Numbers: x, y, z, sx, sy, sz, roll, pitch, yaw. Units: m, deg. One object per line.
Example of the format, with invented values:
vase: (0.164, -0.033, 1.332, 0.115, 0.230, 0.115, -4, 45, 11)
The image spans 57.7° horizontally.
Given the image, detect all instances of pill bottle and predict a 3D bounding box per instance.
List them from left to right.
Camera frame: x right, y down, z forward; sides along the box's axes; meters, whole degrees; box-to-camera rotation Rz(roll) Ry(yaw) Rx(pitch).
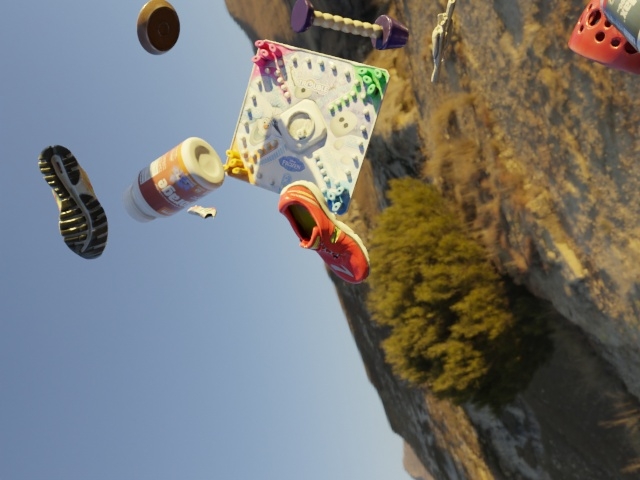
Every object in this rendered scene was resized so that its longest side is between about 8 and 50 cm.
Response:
pill bottle: (-0.323, -0.122, 1.260, 0.121, 0.216, 0.121, 43, -148, -36)
pill bottle: (0.486, -0.315, 0.817, 0.108, 0.107, 0.180, 65, -170, -48)

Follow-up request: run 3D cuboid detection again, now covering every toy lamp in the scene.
toy lamp: (0.074, -0.471, 1.277, 0.080, 0.274, 0.080, 1, 91, 58)

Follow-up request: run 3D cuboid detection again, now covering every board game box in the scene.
board game box: (-0.055, -0.308, 1.552, 0.050, 0.389, 0.390, -4, -67, -68)

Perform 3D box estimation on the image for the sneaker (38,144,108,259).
sneaker: (-0.435, -0.068, 1.049, 0.094, 0.081, 0.209, -171, 65, -75)

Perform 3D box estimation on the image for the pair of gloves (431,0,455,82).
pair of gloves: (0.384, -0.642, 1.851, 0.204, 0.042, 0.240, 88, -161, -45)

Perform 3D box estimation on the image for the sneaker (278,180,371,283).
sneaker: (0.000, 0.000, 1.292, 0.279, 0.107, 0.118, 49, -148, -10)

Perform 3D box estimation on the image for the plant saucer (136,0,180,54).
plant saucer: (-0.495, -0.660, 1.806, 0.168, 0.029, 0.169, -38, -40, -41)

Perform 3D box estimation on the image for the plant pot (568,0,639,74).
plant pot: (0.630, -0.447, 1.173, 0.191, 0.191, 0.174, -98, 20, -54)

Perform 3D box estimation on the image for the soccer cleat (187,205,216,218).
soccer cleat: (-0.339, -0.078, 1.660, 0.029, 0.083, 0.036, 96, 175, -49)
